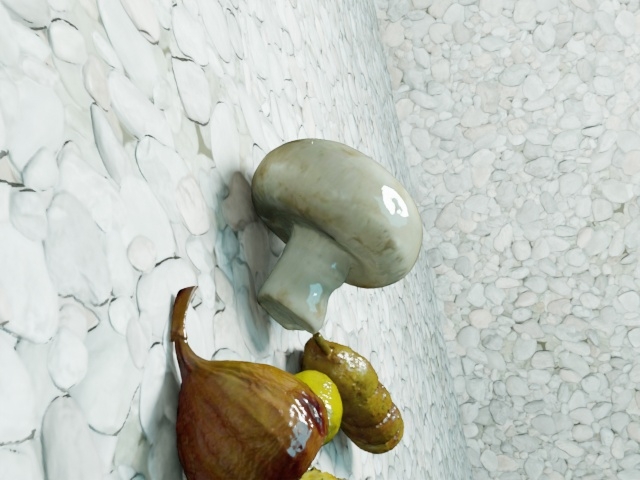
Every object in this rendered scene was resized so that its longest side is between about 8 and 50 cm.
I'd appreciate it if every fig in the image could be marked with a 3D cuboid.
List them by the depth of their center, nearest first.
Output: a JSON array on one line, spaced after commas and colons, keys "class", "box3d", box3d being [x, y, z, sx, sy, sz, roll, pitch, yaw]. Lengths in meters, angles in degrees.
[{"class": "fig", "box3d": [-0.086, 0.138, 0.575, 0.201, 0.133, 0.146, 50, -17, 2]}]

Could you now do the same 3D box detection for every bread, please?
[{"class": "bread", "box3d": [0.040, 0.221, 0.949, 0.084, 0.124, 0.344, -59, 146, -23]}]

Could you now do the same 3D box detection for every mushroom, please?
[{"class": "mushroom", "box3d": [0.000, 0.000, 0.828, 0.243, 0.243, 0.244, -11, 90, -75]}]

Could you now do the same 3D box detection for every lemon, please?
[{"class": "lemon", "box3d": [-0.014, 0.204, 0.804, 0.111, 0.081, 0.082, -99, 171, -63]}]

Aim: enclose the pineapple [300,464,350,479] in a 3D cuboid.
[{"class": "pineapple", "box3d": [-0.005, 0.302, 0.661, 0.233, 0.135, 0.080, -29, 108, -76]}]
